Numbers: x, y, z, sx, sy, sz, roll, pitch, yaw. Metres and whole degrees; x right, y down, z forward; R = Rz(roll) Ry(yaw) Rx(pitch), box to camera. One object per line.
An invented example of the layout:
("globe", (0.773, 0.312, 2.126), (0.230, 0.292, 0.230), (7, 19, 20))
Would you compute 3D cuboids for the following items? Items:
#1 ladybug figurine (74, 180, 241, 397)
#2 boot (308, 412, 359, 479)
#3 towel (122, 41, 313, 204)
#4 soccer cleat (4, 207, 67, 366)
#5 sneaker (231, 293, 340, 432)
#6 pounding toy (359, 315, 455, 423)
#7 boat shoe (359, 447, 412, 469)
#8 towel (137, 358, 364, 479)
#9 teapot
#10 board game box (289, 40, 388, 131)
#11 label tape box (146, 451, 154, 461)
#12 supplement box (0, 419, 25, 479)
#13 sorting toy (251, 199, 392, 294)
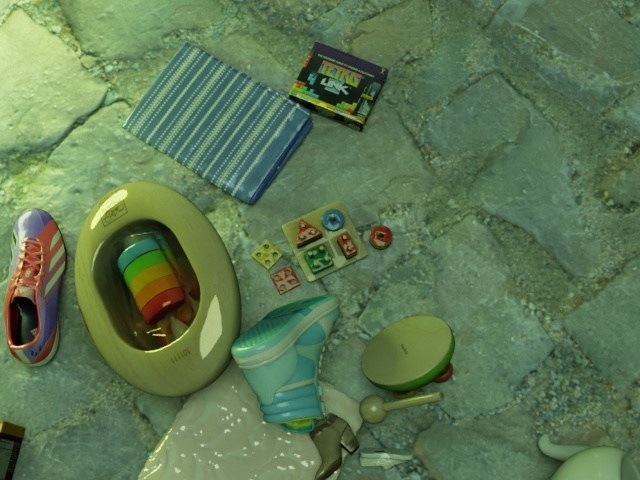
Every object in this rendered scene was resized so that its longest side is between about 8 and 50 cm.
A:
("ladybug figurine", (-0.293, 0.088, 1.661), (0.305, 0.162, 0.449), (-31, 66, 10))
("boot", (0.009, 0.366, 1.588), (0.118, 0.042, 0.087), (-35, 62, -29))
("towel", (-0.212, -0.247, 1.865), (0.336, 0.040, 0.243), (32, 77, 10))
("soccer cleat", (-0.555, 0.079, 1.709), (0.109, 0.116, 0.318), (-3, 73, -2))
("sneaker", (-0.036, 0.230, 1.632), (0.127, 0.319, 0.208), (-13, 99, 32))
("pounding toy", (0.177, 0.258, 1.660), (0.183, 0.110, 0.236), (-15, 31, 24))
("boat shoe", (0.122, 0.410, 1.660), (0.100, 0.035, 0.035), (1, 100, -4))
("towel", (-0.113, 0.372, 1.614), (0.317, 0.053, 0.331), (26, 56, 7))
("teapot", (0.465, 0.492, 1.553), (0.187, 0.256, 0.252), (-17, 95, 27))
("board game box", (0.039, -0.327, 1.881), (0.170, 0.048, 0.141), (22, 75, 6))
("label tape box", (-0.252, 0.563, 1.566), (0.241, 0.106, 0.333), (15, 73, 3))
("supplement box", (-0.666, 0.408, 1.597), (0.192, 0.129, 0.194), (10, 73, 3))
("sorting toy", (0.000, 0.000, 1.778), (0.275, 0.046, 0.132), (-24, 74, -8))
